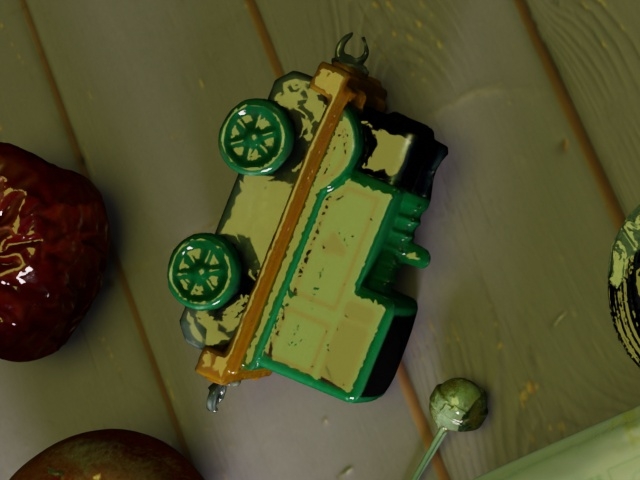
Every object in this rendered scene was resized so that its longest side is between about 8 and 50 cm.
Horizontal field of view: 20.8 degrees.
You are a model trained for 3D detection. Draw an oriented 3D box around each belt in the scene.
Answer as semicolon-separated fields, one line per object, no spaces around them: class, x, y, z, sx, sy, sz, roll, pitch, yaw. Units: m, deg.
belt;0.357;0.045;1.695;0.151;0.078;0.198;-8;83;29

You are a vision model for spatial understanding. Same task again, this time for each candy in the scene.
candy;0.111;0.232;1.816;0.061;0.061;0.202;35;107;25

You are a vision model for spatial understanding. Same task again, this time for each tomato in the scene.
tomato;-0.224;0.341;1.866;0.270;0.222;0.270;-3;70;9

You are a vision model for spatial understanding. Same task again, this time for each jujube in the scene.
jujube;-0.353;0.014;1.983;0.213;0.213;0.232;21;89;26

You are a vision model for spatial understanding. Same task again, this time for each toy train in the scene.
toy train;0.000;0.000;1.826;0.249;0.178;0.429;24;95;17

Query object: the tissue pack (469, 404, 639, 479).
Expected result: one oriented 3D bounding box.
tissue pack;0.290;0.255;1.590;0.388;0.287;0.162;-27;67;20
